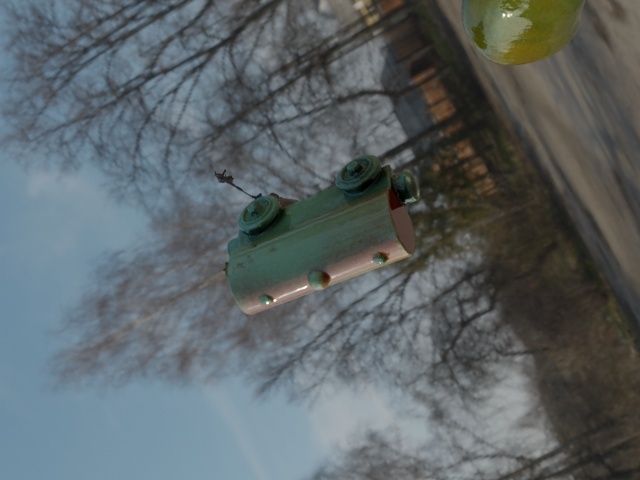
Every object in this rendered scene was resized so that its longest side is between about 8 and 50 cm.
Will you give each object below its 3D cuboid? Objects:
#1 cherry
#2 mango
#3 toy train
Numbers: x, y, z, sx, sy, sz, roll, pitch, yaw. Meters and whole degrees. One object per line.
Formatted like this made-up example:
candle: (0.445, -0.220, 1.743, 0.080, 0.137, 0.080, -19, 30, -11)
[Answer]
cherry: (-0.080, -0.049, 1.443, 0.107, 0.090, 0.225, -15, -128, -38)
mango: (0.199, -0.224, 0.851, 0.085, 0.122, 0.191, 57, -178, 25)
toy train: (0.000, 0.000, 1.154, 0.116, 0.285, 0.177, 56, -157, -35)
